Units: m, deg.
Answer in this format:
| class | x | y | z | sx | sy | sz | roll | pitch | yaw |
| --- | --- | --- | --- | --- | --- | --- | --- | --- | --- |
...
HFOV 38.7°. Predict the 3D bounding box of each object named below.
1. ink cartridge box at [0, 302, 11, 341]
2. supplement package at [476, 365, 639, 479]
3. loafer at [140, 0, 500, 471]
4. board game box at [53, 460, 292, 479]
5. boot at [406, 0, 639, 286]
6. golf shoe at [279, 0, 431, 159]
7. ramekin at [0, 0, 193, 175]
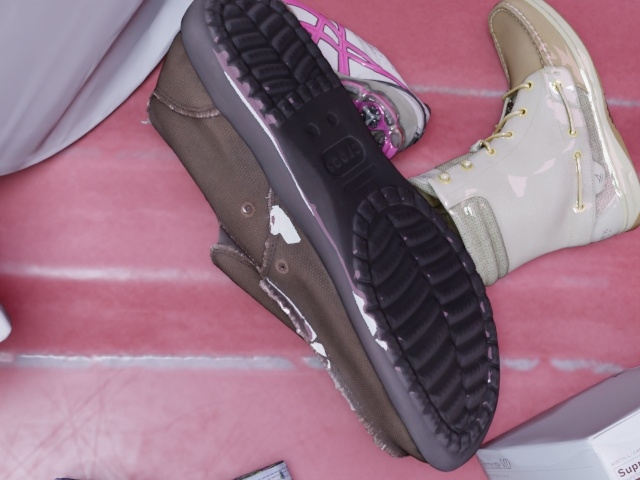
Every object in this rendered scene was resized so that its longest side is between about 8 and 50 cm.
| class | x | y | z | sx | sy | sz | roll | pitch | yaw |
| --- | --- | --- | --- | --- | --- | --- | --- | --- | --- |
| ink cartridge box | -0.349 | -0.019 | 0.489 | 0.226 | 0.131 | 0.306 | -35 | 109 | -17 |
| supplement package | 0.237 | 0.194 | 0.594 | 0.149 | 0.194 | 0.203 | -24 | 80 | -16 |
| loafer | 0.000 | 0.000 | 0.655 | 0.134 | 0.130 | 0.365 | -27 | 87 | -47 |
| board game box | -0.091 | 0.227 | 0.598 | 0.194 | 0.060 | 0.194 | -21 | 81 | -14 |
| boot | 0.139 | -0.080 | 0.711 | 0.165 | 0.077 | 0.213 | -22 | 84 | -13 |
| golf shoe | 0.005 | -0.136 | 0.715 | 0.186 | 0.067 | 0.086 | 45 | 41 | 8 |
| ramekin | -0.193 | -0.178 | 0.580 | 0.127 | 0.273 | 0.273 | 41 | 73 | 9 |
